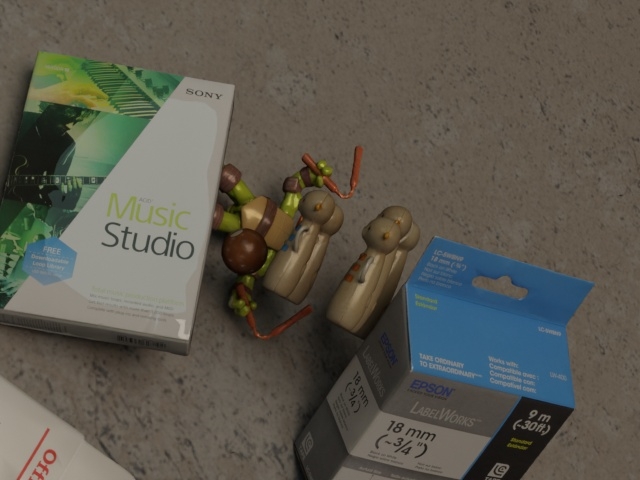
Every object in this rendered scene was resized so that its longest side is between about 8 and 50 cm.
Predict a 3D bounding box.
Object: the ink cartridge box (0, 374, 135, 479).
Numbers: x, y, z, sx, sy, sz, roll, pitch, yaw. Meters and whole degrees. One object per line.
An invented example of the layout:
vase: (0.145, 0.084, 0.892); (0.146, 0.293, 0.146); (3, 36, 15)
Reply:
ink cartridge box: (-0.383, 0.229, 1.592); (0.353, 0.119, 0.207); (39, 58, -16)

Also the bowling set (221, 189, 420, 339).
bowling set: (0.000, 0.000, 1.793); (0.200, 0.287, 0.154); (27, 87, 5)

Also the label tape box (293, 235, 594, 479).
label tape box: (0.156, 0.177, 1.843); (0.240, 0.334, 0.106); (15, 32, -29)

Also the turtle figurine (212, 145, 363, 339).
turtle figurine: (-0.075, -0.037, 1.906); (0.217, 0.087, 0.269); (34, 76, -22)

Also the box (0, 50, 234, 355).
box: (-0.232, -0.045, 1.772); (0.232, 0.058, 0.322); (9, 65, -3)
